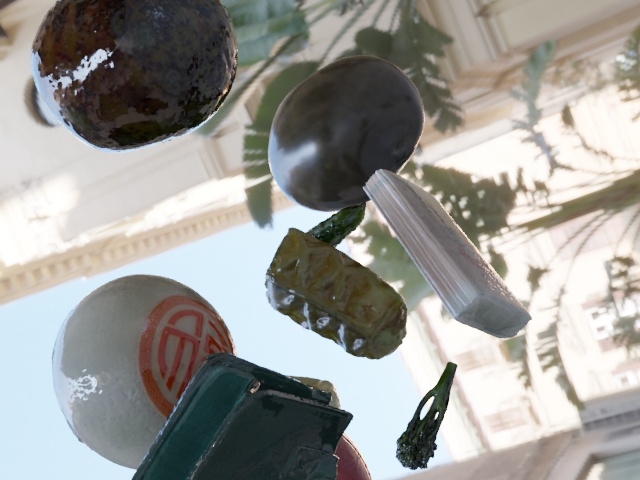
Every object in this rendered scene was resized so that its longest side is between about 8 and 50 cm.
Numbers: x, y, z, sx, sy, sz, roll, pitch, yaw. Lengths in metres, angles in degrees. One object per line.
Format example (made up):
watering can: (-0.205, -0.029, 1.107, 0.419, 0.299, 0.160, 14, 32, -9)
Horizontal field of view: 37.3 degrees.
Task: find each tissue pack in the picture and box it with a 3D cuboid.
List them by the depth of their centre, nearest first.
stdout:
tissue pack: (0.205, 0.018, 1.570, 0.170, 0.071, 0.325, 22, -154, -43)

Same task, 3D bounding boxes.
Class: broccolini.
broccolini: (0.195, 0.308, 1.654, 0.091, 0.203, 0.068, 28, 177, -28)

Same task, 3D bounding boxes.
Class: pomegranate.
pomegranate: (-0.259, -0.295, 1.268, 0.285, 0.285, 0.341, -38, -66, -66)

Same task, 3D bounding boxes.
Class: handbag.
handbag: (-0.112, 0.307, 1.102, 0.089, 0.326, 0.238, 31, -178, 42)

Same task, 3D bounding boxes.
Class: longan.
longan: (0.049, -0.218, 1.934, 0.288, 0.350, 0.288, 45, -179, -1)

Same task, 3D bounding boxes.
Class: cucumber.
cucumber: (0.000, 0.000, 1.777, 0.069, 0.227, 0.069, 47, -162, -20)

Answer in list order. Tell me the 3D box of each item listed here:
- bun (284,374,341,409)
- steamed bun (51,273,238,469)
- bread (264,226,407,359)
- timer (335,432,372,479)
bun: (-0.071, 0.336, 1.735, 0.229, 0.229, 0.145, -26, -69, -67)
steamed bun: (-0.224, 0.179, 1.335, 0.283, 0.177, 0.283, 21, -120, -44)
bread: (0.030, 0.100, 1.630, 0.267, 0.152, 0.130, 29, -145, 18)
timer: (-0.076, 0.533, 1.919, 0.279, 0.378, 0.378, -23, -88, -89)
